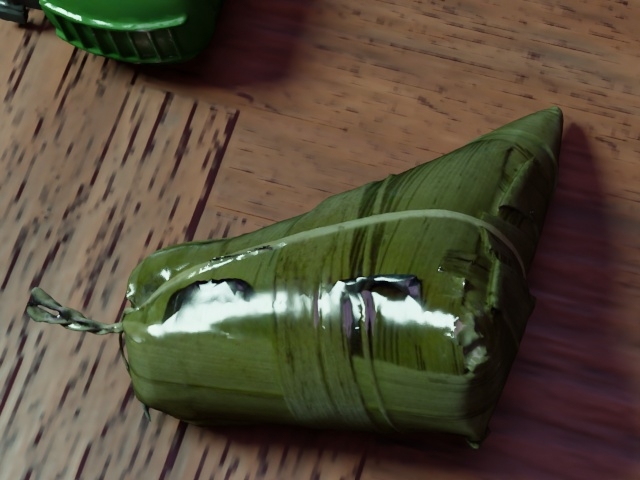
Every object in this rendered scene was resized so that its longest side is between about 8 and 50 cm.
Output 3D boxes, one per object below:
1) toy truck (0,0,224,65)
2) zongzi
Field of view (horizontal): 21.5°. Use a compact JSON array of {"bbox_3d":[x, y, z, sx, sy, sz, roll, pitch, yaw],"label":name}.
[{"bbox_3d":[-0.081,-0.198,0.764,0.125,0.101,0.243,11,69,4],"label":"toy truck"},{"bbox_3d":[0.000,0.000,0.696,0.189,0.081,0.178,2,43,19],"label":"zongzi"}]
